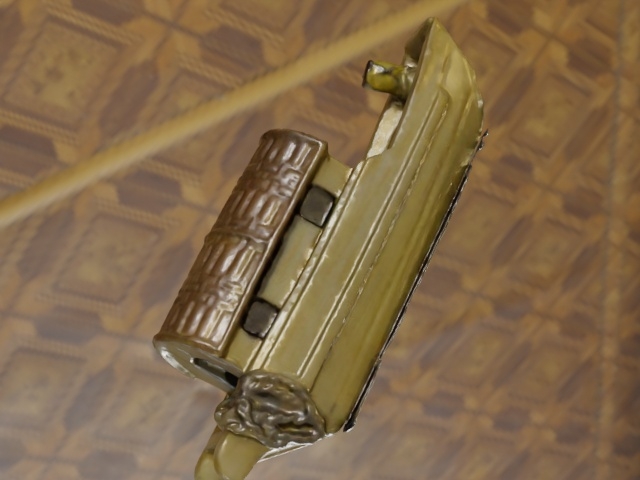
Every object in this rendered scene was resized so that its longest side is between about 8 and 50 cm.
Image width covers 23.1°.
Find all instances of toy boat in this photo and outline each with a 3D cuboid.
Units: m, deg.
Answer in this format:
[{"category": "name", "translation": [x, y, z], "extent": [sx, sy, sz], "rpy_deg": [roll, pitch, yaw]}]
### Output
[{"category": "toy boat", "translation": [0.000, 0.000, 0.663], "extent": [0.226, 0.088, 0.068], "rpy_deg": [-64, -173, -20]}]
